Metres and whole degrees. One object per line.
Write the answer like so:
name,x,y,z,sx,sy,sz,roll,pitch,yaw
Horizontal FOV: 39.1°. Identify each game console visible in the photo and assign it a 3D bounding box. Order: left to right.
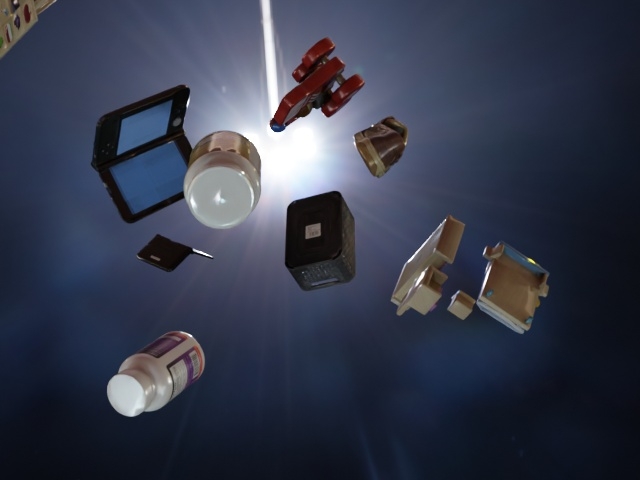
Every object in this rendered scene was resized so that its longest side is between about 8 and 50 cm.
game console,-0.424,-0.227,2.335,0.173,0.250,0.293,43,-131,18
game console,-0.313,0.036,1.940,0.122,0.071,0.107,18,-125,40

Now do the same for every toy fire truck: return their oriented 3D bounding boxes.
toy fire truck,-0.038,-0.410,2.533,0.254,0.302,0.169,-39,-89,-18

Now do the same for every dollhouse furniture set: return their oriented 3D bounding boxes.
dollhouse furniture set,0.336,0.147,2.022,0.303,0.198,0.286,32,-138,-4

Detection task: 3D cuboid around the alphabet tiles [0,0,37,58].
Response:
alphabet tiles,-0.512,-0.425,1.436,0.009,0.237,0.198,-9,175,-39

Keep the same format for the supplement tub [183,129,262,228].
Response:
supplement tub,-0.184,-0.116,1.711,0.144,0.144,0.200,-3,-156,-2

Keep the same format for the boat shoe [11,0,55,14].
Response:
boat shoe,-0.491,-0.443,1.512,0.102,0.092,0.285,-35,-149,0

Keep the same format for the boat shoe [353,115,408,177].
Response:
boat shoe,0.157,-0.229,2.144,0.123,0.123,0.342,-31,-177,8

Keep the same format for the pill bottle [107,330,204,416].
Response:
pill bottle,-0.300,0.245,1.640,0.108,0.108,0.193,11,-163,18

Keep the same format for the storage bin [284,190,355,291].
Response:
storage bin,0.000,0.000,1.824,0.122,0.084,0.180,-13,-131,16
